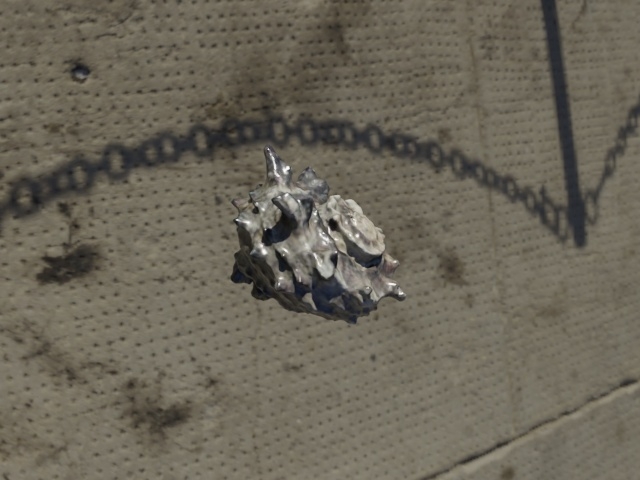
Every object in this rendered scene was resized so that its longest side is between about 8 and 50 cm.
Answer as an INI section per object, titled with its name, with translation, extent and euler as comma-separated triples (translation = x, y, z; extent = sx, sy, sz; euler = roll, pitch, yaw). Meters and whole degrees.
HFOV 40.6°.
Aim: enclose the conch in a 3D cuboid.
[conch]
translation = 0.004, 0.012, 1.086
extent = 0.241, 0.313, 0.186
euler = 31, 81, 10
